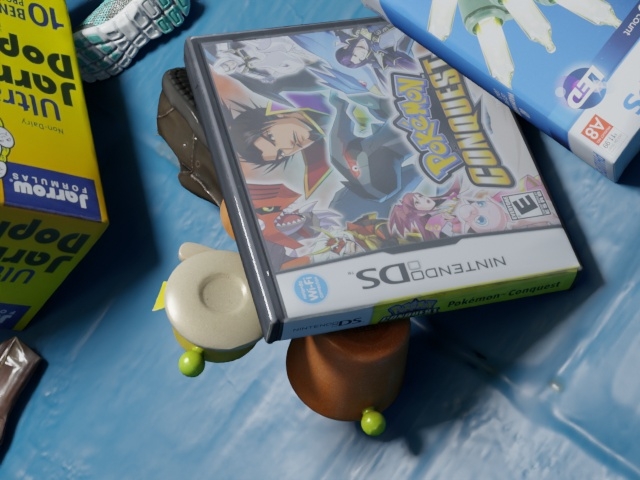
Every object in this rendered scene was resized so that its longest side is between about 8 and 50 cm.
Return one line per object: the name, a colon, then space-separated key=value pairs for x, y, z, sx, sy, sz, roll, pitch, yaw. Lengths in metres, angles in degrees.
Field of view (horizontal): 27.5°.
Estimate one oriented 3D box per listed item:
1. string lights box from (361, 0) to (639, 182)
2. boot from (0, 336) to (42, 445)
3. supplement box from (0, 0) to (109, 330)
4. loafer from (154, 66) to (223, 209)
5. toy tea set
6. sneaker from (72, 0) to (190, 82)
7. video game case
string lights box: x=0.166 y=-0.177 z=1.025 sx=0.260 sy=0.077 sz=0.133 roll=38 pitch=91 yaw=17
boot: x=-0.327 y=0.140 z=1.254 sx=0.106 sy=0.037 sz=0.114 roll=17 pitch=81 yaw=22
supplement box: x=-0.356 y=-0.119 z=1.257 sx=0.195 sy=0.194 sz=0.356 roll=-45 pitch=49 yaw=38
loafer: x=-0.084 y=-0.065 z=1.187 sx=0.220 sy=0.080 sz=0.078 roll=56 pitch=134 yaw=34
toy tea set: x=0.000 y=0.000 z=1.077 sx=0.200 sy=0.124 sz=0.336 roll=19 pitch=56 yaw=2
sneaker: x=-0.205 y=-0.224 z=1.341 sx=0.166 sy=0.065 sz=0.076 roll=-27 pitch=41 yaw=15
video game case: x=0.043 y=-0.063 z=1.028 sx=0.248 sy=0.035 sz=0.275 roll=-9 pitch=59 yaw=-16
